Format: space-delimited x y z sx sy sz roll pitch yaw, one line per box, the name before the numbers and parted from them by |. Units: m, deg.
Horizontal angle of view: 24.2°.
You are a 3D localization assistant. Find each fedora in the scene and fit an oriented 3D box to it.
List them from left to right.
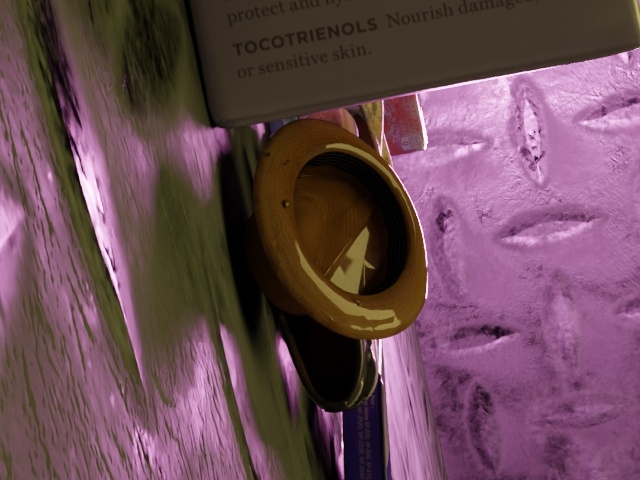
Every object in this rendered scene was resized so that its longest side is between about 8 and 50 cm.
fedora | 0.000 0.000 1.147 0.194 0.079 0.194 28 49 -36

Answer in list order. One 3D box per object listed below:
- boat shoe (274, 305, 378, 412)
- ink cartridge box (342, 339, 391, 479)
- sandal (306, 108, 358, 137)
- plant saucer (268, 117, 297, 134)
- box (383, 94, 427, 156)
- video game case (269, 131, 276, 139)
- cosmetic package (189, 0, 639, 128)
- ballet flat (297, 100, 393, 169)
boat shoe | -0.003 0.027 1.231 0.079 0.084 0.233 -7 85 -74
ink cartridge box | 0.044 0.207 1.407 0.208 0.045 0.206 -81 169 -81
sandal | -0.005 -0.067 1.342 0.079 0.088 0.240 38 21 -28
plant saucer | -0.038 -0.135 1.540 0.192 0.018 0.067 -88 166 -63
box | 0.044 -0.253 1.957 0.154 0.142 0.300 -61 139 -82
video game case | -0.015 0.026 1.414 0.201 0.023 0.183 -94 171 -50
cosmetic package | 0.053 -0.315 1.218 0.329 0.327 0.393 -51 130 -83
ballet flat | 0.032 -0.064 1.711 0.123 0.123 0.348 -86 164 -70
